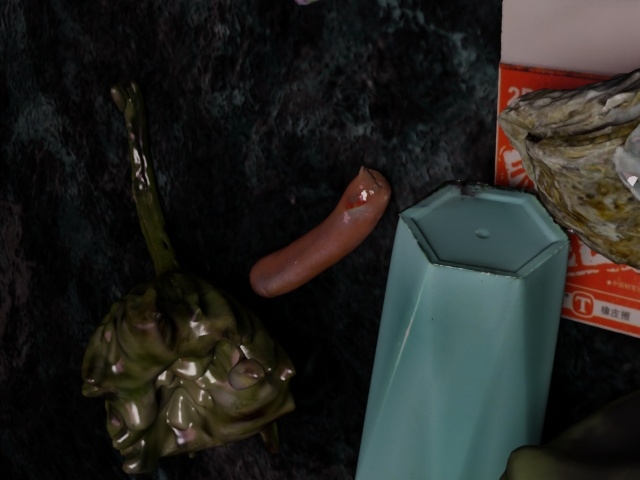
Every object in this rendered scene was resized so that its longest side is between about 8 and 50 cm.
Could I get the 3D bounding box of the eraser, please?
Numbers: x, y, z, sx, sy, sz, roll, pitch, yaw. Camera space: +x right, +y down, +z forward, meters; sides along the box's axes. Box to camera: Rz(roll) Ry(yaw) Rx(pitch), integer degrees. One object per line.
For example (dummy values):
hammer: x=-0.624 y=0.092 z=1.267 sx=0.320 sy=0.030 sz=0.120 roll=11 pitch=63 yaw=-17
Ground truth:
eraser: x=0.192 y=-0.055 z=0.760 sx=0.157 sy=0.038 sz=0.230 roll=15 pitch=113 yaw=39

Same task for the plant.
plant: x=-0.112 y=0.045 z=1.045 sx=0.251 sy=0.180 sz=0.333 roll=93 pitch=177 yaw=-50

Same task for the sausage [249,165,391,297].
sausage: x=-0.001 y=0.000 z=0.949 sx=0.177 sy=0.040 sz=0.047 roll=-38 pitch=68 yaw=42

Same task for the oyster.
oyster: x=0.250 y=-0.062 z=0.610 sx=0.351 sy=0.158 sz=0.162 roll=-1 pitch=110 yaw=35

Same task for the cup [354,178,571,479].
cup: x=0.104 y=0.081 z=0.788 sx=0.134 sy=0.148 sz=0.235 roll=9 pitch=125 yaw=5

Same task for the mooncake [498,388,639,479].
mooncake: x=0.253 y=0.225 z=0.615 sx=0.351 sy=0.187 sz=0.351 roll=44 pitch=153 yaw=30

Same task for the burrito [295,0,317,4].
burrito: x=0.008 y=-0.290 z=0.797 sx=0.089 sy=0.144 sz=0.229 roll=1 pitch=109 yaw=32
